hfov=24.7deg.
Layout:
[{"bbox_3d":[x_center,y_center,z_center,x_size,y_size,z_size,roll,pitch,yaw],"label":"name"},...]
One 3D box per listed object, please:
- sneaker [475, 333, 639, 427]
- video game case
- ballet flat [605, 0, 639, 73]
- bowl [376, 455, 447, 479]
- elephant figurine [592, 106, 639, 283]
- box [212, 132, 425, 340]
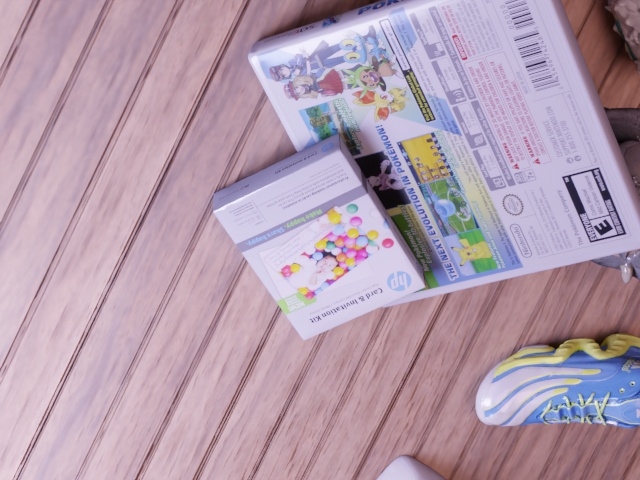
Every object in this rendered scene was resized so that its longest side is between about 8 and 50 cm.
[{"bbox_3d":[0.301,0.169,1.669,0.240,0.126,0.091,-17,114,-22],"label":"sneaker"},{"bbox_3d":[0.130,-0.094,1.435,0.299,0.036,0.329,-14,122,24],"label":"video game case"},{"bbox_3d":[0.468,-0.348,1.584,0.409,0.147,0.147,-46,121,-7],"label":"ballet flat"},{"bbox_3d":[0.105,0.333,1.668,0.142,0.053,0.142,40,87,-33],"label":"bowl"},{"bbox_3d":[0.298,-0.032,1.593,0.169,0.186,0.239,-10,146,12],"label":"elephant figurine"},{"bbox_3d":[0.000,0.000,1.470,0.145,0.038,0.186,-24,122,14],"label":"box"}]
